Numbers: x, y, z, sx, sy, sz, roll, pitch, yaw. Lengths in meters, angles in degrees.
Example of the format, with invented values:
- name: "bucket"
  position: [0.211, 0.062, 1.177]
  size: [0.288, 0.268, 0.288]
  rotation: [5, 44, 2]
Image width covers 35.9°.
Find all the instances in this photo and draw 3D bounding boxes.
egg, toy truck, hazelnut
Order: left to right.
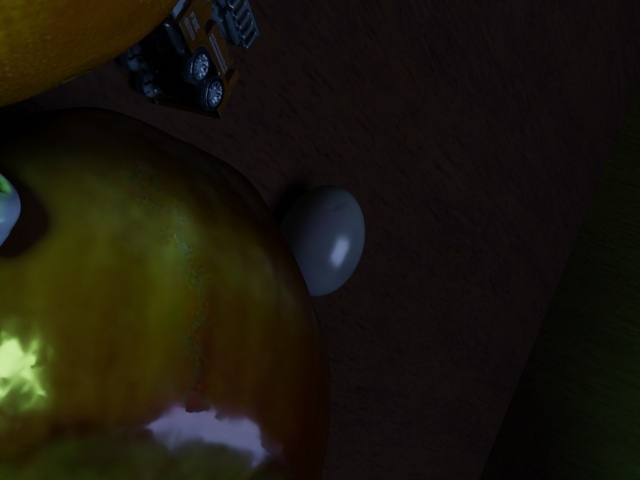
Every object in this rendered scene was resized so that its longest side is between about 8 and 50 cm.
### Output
- name: "hazelnut"
  position: [-0.153, 0.090, 0.731]
  size: [0.366, 0.366, 0.366]
  rotation: [-42, 142, -44]
- name: "toy truck"
  position: [-0.119, -0.199, 0.833]
  size: [0.115, 0.080, 0.178]
  rotation: [-62, 154, -26]
- name: "egg"
  position: [0.000, 0.000, 1.170]
  size: [0.103, 0.103, 0.135]
  rotation: [23, 85, -64]

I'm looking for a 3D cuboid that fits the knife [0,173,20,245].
- name: "knife"
  position: [-0.304, -0.078, 0.491]
  size: [0.331, 0.080, 0.044]
  rotation: [28, 104, -33]

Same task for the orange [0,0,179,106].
- name: "orange"
  position: [-0.189, -0.186, 0.515]
  size: [0.261, 0.261, 0.261]
  rotation: [-42, 142, -44]
